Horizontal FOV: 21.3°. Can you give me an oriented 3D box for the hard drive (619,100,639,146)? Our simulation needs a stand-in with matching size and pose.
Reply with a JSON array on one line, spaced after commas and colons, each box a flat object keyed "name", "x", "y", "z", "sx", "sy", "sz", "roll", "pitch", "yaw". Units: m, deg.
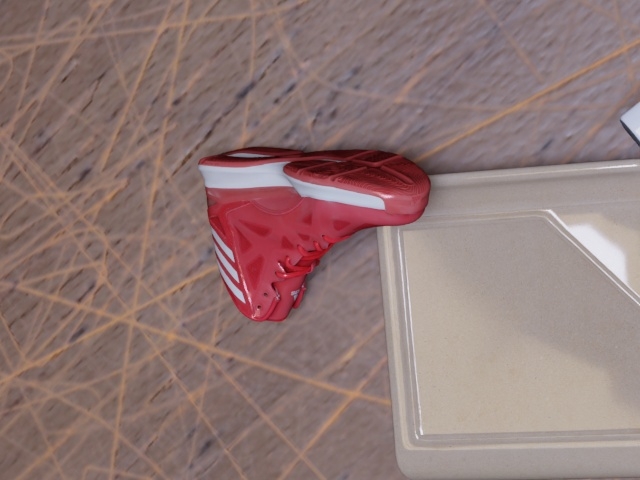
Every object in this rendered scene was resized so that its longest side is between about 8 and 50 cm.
[{"name": "hard drive", "x": 0.388, "y": -0.100, "z": 1.152, "sx": 0.307, "sy": 0.040, "sz": 0.203, "roll": -39, "pitch": 82, "yaw": 6}]

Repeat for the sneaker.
[{"name": "sneaker", "x": 0.000, "y": 0.000, "z": 1.276, "sx": 0.221, "sy": 0.087, "sz": 0.128, "roll": 11, "pitch": 112, "yaw": 49}]

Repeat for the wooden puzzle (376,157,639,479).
[{"name": "wooden puzzle", "x": 0.156, "y": 0.062, "z": 1.269, "sx": 0.221, "sy": 0.044, "sz": 0.238, "roll": -4, "pitch": 98, "yaw": 20}]
